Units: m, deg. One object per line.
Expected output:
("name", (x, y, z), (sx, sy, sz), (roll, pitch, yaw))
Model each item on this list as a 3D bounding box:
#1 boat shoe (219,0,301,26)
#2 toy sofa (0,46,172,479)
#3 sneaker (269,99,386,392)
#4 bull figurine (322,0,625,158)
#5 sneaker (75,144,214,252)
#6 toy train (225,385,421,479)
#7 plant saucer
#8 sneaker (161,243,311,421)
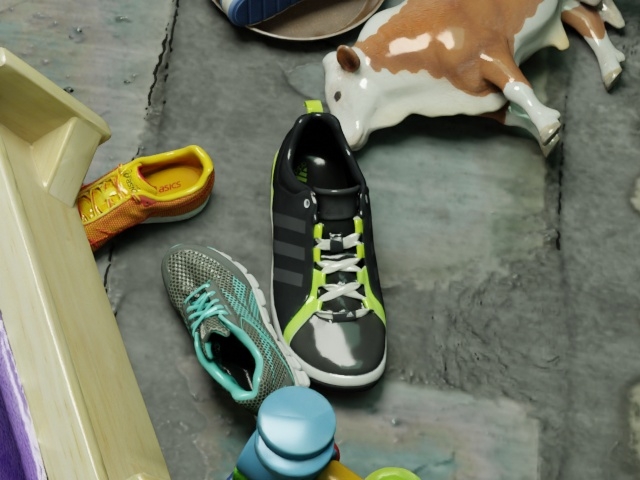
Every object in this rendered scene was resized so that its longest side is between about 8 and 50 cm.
("boat shoe", (-0.008, -0.244, 1.437), (0.183, 0.066, 0.066), (-23, 63, -20))
("toy sofa", (-0.201, 0.070, 1.168), (0.177, 0.150, 0.363), (-29, 63, 14))
("sneaker", (0.000, 0.000, 1.307), (0.084, 0.097, 0.235), (-6, 60, -11))
("bull figurine", (0.145, -0.165, 1.426), (0.188, 0.101, 0.310), (38, 64, 11))
("sneaker", (-0.164, -0.031, 1.324), (0.175, 0.067, 0.064), (-26, 67, -19))
("toy train", (0.048, 0.202, 1.165), (0.248, 0.143, 0.105), (34, 61, 13))
("plant saucer", (-0.023, -0.232, 1.484), (0.168, 0.029, 0.168), (3, 58, -5))
("sneaker", (-0.070, 0.063, 1.263), (0.065, 0.076, 0.166), (-43, 65, 9))
